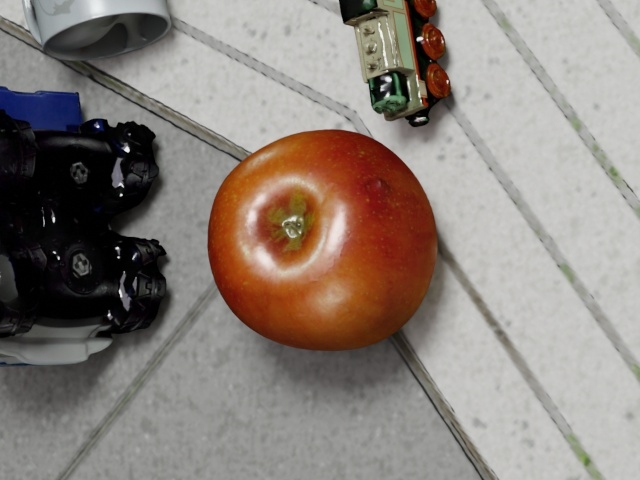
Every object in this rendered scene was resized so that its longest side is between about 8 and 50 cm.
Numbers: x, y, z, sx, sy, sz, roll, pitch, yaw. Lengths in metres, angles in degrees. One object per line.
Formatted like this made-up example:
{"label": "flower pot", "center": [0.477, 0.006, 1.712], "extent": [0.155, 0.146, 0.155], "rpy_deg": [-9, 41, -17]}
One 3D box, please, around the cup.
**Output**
{"label": "cup", "center": [-0.191, -0.207, 1.377], "extent": [0.136, 0.099, 0.133], "rpy_deg": [-17, 79, 20]}

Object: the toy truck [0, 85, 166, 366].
{"label": "toy truck", "center": [-0.231, -0.008, 1.362], "extent": [0.177, 0.161, 0.213], "rpy_deg": [-11, 81, 42]}

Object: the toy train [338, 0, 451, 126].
{"label": "toy train", "center": [0.042, -0.203, 1.285], "extent": [0.053, 0.085, 0.250], "rpy_deg": [-15, 79, 39]}

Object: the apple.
{"label": "apple", "center": [0.000, 0.000, 1.252], "extent": [0.163, 0.139, 0.163], "rpy_deg": [-2, 86, 26]}
